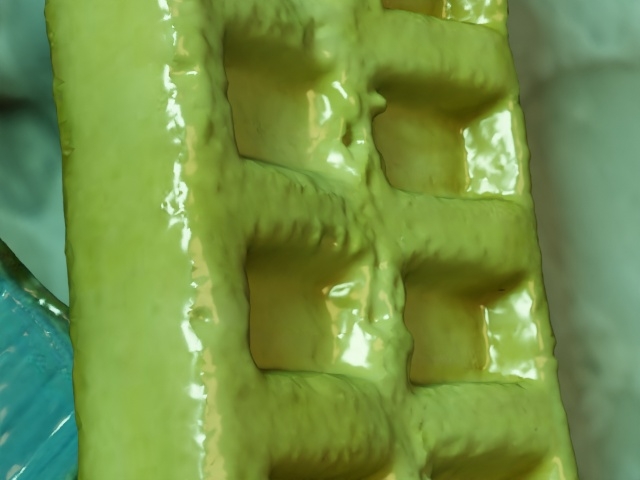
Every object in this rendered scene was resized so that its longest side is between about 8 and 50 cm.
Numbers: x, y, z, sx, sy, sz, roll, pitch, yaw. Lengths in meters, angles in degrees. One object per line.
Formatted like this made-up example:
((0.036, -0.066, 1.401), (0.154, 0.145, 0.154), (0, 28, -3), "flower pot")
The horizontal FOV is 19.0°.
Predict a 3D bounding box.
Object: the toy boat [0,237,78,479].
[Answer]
((-0.126, 0.006, 0.516), (0.185, 0.077, 0.075), (45, 66, -7), "toy boat")

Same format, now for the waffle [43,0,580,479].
((0.000, 0.000, 0.547), (0.168, 0.057, 0.274), (8, 72, -49), "waffle")
